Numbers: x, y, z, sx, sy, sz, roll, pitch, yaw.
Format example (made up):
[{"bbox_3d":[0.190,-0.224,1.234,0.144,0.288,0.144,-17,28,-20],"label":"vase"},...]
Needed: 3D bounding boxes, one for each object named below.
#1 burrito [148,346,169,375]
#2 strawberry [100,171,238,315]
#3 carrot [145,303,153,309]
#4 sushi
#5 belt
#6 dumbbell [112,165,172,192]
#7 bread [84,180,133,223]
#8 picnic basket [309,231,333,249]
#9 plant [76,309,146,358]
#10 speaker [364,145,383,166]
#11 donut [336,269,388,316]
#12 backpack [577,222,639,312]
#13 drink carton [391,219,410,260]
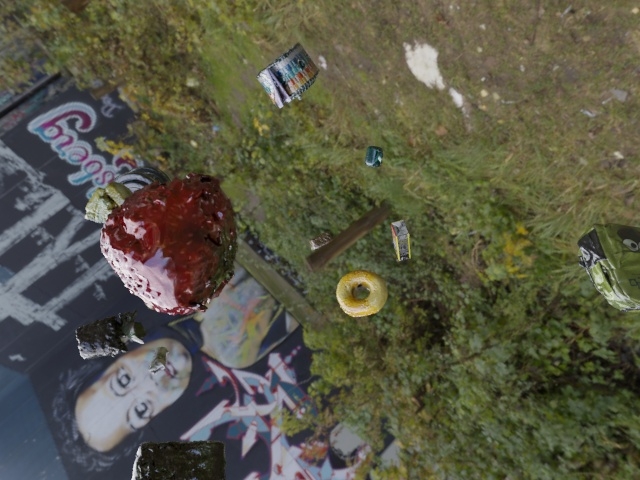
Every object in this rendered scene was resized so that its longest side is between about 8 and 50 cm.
[{"bbox_3d":[-0.676,0.498,1.903,0.064,0.064,0.203,51,177,-15],"label":"burrito"},{"bbox_3d":[-0.270,0.001,0.823,0.220,0.275,0.274,12,163,2],"label":"strawberry"},{"bbox_3d":[-0.461,0.111,1.217,0.049,0.049,0.255,42,145,22],"label":"carrot"},{"bbox_3d":[-0.348,0.567,1.129,0.124,0.224,0.127,103,166,-62],"label":"sushi"},{"bbox_3d":[-0.107,-0.579,1.614,0.161,0.206,0.295,52,-173,-22],"label":"belt"},{"bbox_3d":[-0.620,-0.156,1.578,0.192,0.192,0.290,52,-173,-19],"label":"dumbbell"},{"bbox_3d":[-0.530,-0.097,1.199,0.156,0.111,0.103,11,-174,-14],"label":"bread"},{"bbox_3d":[0.000,0.000,2.118,0.055,0.110,0.193,63,174,1],"label":"picnic basket"},{"bbox_3d":[-0.683,0.310,1.487,0.131,0.203,0.143,117,142,-68],"label":"plant"},{"bbox_3d":[0.207,-0.307,1.659,0.060,0.076,0.094,4,-171,-37],"label":"speaker"},{"bbox_3d":[0.141,0.185,1.620,0.190,0.175,0.074,5,166,24],"label":"donut"},{"bbox_3d":[0.824,0.077,1.231,0.140,0.206,0.254,107,166,-57],"label":"backpack"},{"bbox_3d":[0.308,0.001,1.721,0.166,0.056,0.071,70,-172,-53],"label":"drink carton"}]
